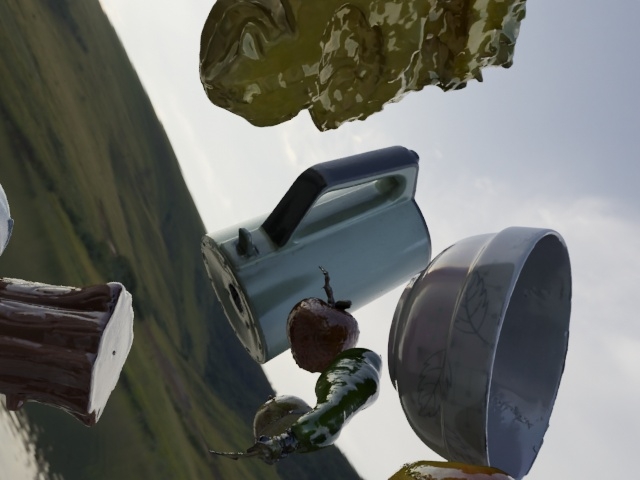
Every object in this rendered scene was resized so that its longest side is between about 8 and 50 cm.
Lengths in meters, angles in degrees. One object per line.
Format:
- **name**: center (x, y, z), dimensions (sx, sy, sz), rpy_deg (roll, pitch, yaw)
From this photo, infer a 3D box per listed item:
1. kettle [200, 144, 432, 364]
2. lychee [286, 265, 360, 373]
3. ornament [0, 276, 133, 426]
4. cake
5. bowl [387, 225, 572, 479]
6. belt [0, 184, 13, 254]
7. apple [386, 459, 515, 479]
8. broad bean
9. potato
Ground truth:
- **kettle**: center (0.000, 0.000, 1.141), dimensions (0.250, 0.377, 0.361), rpy_deg (50, -26, 35)
- **lychee**: center (-0.001, 0.119, 0.906), dimensions (0.114, 0.101, 0.140), rpy_deg (11, -78, 45)
- **ornament**: center (-0.439, 0.160, 1.028), dimensions (0.221, 0.218, 0.235), rpy_deg (-97, -161, -82)
- **cake**: center (0.019, -0.241, 0.529), dimensions (0.222, 0.286, 0.227), rpy_deg (84, -11, -62)
- **bowl**: center (0.176, 0.120, 0.719), dimensions (0.144, 0.287, 0.286), rpy_deg (8, -54, 35)
- **belt**: center (-0.729, -0.062, 0.996), dimensions (0.437, 0.300, 0.173), rpy_deg (19, -12, 2)
- **apple**: center (0.113, 0.252, 0.525), dimensions (0.146, 0.147, 0.146), rpy_deg (52, -22, 32)
- **broad bean**: center (0.012, 0.169, 0.706), dimensions (0.098, 0.318, 0.055), rpy_deg (4, -84, 27)
- **potato**: center (-0.099, 0.365, 1.272), dimensions (0.172, 0.101, 0.089), rpy_deg (-56, -142, 28)
